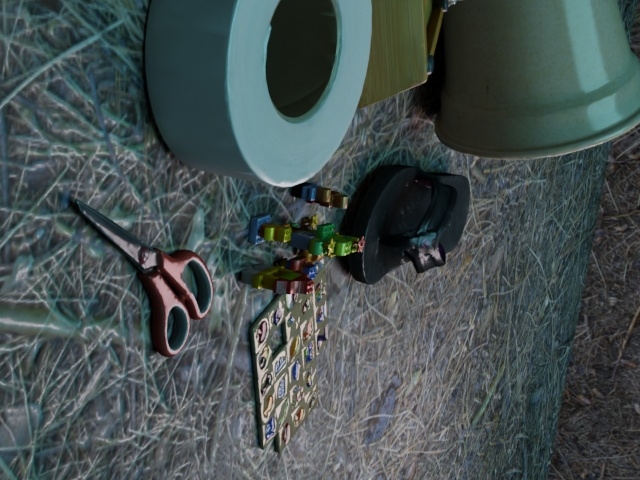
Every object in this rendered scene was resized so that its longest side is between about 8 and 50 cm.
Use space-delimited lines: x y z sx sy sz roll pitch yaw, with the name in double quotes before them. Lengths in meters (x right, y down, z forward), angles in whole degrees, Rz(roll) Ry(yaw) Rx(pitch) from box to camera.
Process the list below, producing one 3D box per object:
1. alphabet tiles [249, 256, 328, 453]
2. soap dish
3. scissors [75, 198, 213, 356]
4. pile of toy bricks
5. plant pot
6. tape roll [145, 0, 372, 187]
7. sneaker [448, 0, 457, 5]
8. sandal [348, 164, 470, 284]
"alphabet tiles" -0.036 0.156 1.662 0.198 0.009 0.237 -49 145 -48
"soap dish" 0.078 -0.334 1.466 0.229 0.118 0.290 -72 160 -51
"scissors" -0.171 0.012 1.266 0.109 0.021 0.297 -61 152 -27
"pile of toy bricks" 0.000 0.000 1.535 0.212 0.105 0.118 -23 123 -63
"plant pot" 0.308 -0.327 1.855 0.334 0.334 0.305 -49 134 -48
"tape roll" -0.056 -0.201 1.282 0.286 0.100 0.286 -34 130 -52
"sneaker" 0.176 -0.368 1.576 0.118 0.279 0.107 30 67 -25
"sandal" 0.164 -0.032 1.894 0.446 0.107 0.167 -19 119 -63
